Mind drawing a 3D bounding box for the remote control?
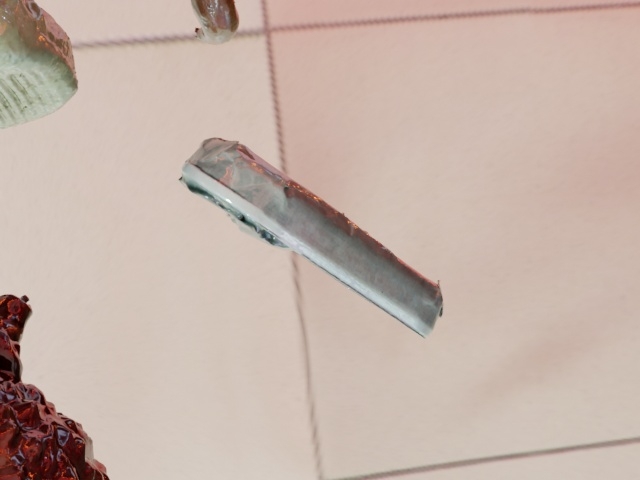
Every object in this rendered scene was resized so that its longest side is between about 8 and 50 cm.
[{"bbox_3d":[0.000,0.000,1.145,0.247,0.104,0.052,34,89,-40],"label":"remote control"}]

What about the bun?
[{"bbox_3d":[-0.310,-0.163,1.329,0.221,0.221,0.108,-3,77,-11],"label":"bun"}]

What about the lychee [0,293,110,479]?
[{"bbox_3d":[-0.245,0.160,0.941,0.264,0.264,0.300,24,72,-8],"label":"lychee"}]

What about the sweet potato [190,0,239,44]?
[{"bbox_3d":[-0.100,-0.257,1.502,0.055,0.202,0.058,26,57,16],"label":"sweet potato"}]
